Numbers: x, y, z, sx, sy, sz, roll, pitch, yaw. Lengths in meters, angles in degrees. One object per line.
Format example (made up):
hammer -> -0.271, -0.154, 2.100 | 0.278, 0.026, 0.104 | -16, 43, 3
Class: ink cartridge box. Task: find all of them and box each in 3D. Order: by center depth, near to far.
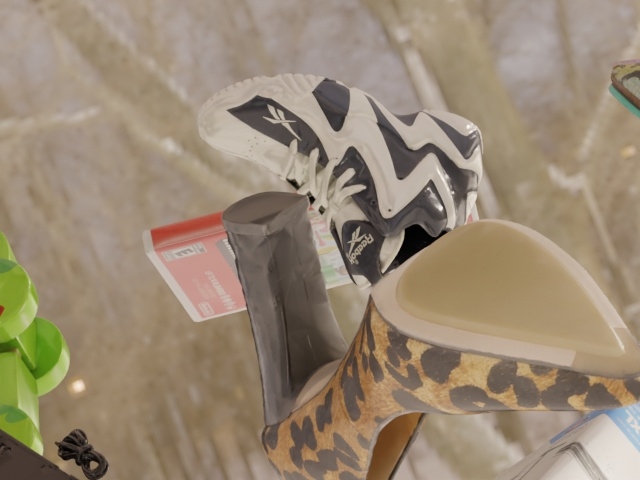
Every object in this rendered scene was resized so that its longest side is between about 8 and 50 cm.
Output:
ink cartridge box -> 0.135, 0.196, 1.267 | 0.148, 0.086, 0.203 | -39, -5, 32

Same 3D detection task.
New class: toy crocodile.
toy crocodile -> -0.253, 0.131, 1.510 | 0.105, 0.341, 0.115 | -11, -35, 5

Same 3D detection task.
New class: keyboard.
keyboard -> -0.178, 0.175, 1.301 | 0.180, 0.023, 0.108 | 22, 70, 47

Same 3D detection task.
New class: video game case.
video game case -> 0.000, 0.000, 1.778 | 0.285, 0.025, 0.204 | -15, -21, 4

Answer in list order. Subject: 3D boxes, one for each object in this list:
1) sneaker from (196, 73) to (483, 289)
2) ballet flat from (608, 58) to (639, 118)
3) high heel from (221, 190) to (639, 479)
sneaker -> 0.015, -0.037, 1.571 | 0.235, 0.153, 0.094 | 14, -36, -16
ballet flat -> 0.251, -0.053, 1.076 | 0.077, 0.221, 0.079 | 2, -54, -45
high heel -> 0.062, 0.085, 0.897 | 0.093, 0.186, 0.261 | -30, 30, -31
